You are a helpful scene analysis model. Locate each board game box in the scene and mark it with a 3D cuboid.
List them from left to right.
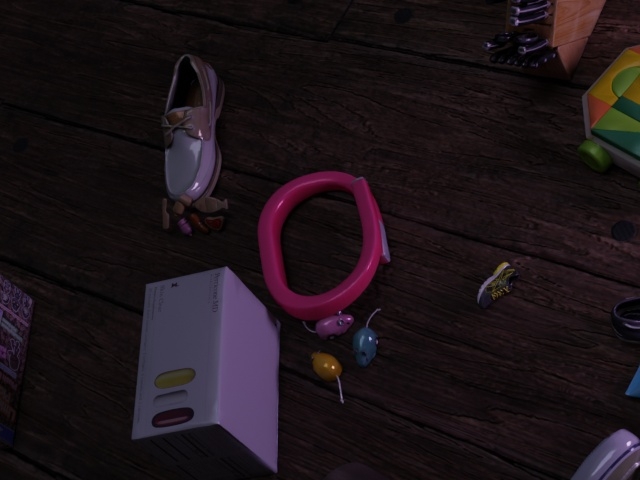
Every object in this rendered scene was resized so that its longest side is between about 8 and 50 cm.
[{"bbox_3d":[-0.654,0.221,2.108,0.232,0.141,0.291,-12,56,20],"label":"board game box"}]

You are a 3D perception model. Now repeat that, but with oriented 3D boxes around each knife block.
[{"bbox_3d":[0.356,-0.381,1.910,0.088,0.242,0.276,15,68,32],"label":"knife block"}]

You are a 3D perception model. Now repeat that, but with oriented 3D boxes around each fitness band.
[{"bbox_3d":[0.000,0.000,1.959,0.209,0.054,0.291,-22,47,12],"label":"fitness band"}]

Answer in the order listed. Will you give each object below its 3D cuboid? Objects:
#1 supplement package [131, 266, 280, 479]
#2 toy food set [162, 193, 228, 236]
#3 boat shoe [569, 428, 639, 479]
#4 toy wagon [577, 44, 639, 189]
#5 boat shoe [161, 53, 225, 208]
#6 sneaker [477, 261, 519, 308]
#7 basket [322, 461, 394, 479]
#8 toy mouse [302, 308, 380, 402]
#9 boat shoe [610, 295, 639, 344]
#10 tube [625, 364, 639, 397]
[{"bbox_3d":[-0.167,0.209,1.831,0.145,0.204,0.262,-13,55,19],"label":"supplement package"},{"bbox_3d":[-0.218,-0.043,2.111,0.122,0.019,0.078,6,107,16],"label":"toy food set"},{"bbox_3d":[0.337,0.381,1.504,0.094,0.109,0.302,34,106,34],"label":"boat shoe"},{"bbox_3d":[0.562,-0.174,1.789,0.267,0.068,0.344,-48,52,-7],"label":"toy wagon"},{"bbox_3d":[-0.245,-0.203,2.191,0.113,0.103,0.302,-13,56,20],"label":"boat shoe"},{"bbox_3d":[0.268,0.070,1.808,0.035,0.031,0.083,28,76,36],"label":"sneaker"},{"bbox_3d":[0.097,0.409,1.612,0.204,0.154,0.227,-32,42,-25],"label":"basket"},{"bbox_3d":[0.038,0.150,1.874,0.143,0.031,0.161,-42,51,-2],"label":"toy mouse"},{"bbox_3d":[0.501,0.106,1.647,0.206,0.065,0.075,-4,59,24],"label":"boat shoe"},{"bbox_3d":[0.516,0.202,1.597,0.207,0.052,0.080,16,59,40],"label":"tube"}]
